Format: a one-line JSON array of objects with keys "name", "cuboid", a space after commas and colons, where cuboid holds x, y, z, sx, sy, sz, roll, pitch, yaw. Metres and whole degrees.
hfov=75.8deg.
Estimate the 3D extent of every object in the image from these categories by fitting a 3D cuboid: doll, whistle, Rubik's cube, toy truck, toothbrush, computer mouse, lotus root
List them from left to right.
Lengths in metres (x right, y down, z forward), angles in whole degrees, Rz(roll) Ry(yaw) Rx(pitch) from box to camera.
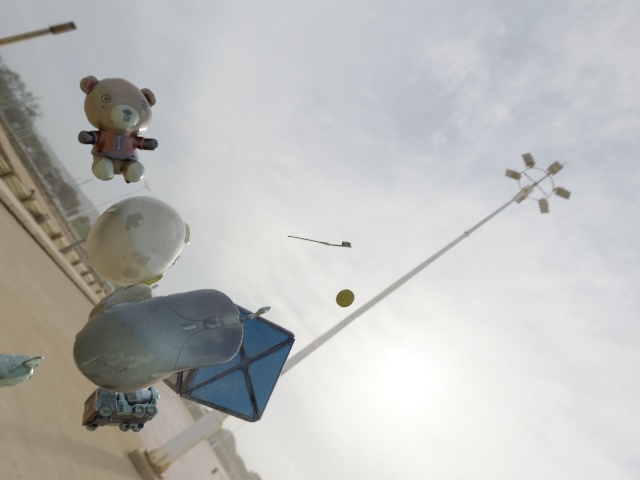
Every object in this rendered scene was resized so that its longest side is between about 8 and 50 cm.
[{"name": "whistle", "cuboid": [-0.715, 0.283, 0.851, 0.114, 0.236, 0.077, -35, -107, 25]}, {"name": "lotus root", "cuboid": [-0.453, 0.170, 0.918, 0.088, 0.192, 0.113, 24, -58, 13]}, {"name": "doll", "cuboid": [-0.652, -0.352, 1.329, 0.174, 0.235, 0.329, 15, -80, 54]}, {"name": "toy truck", "cuboid": [-0.681, 0.572, 1.428, 0.257, 0.108, 0.140, 27, 24, -44]}, {"name": "computer mouse", "cuboid": [-0.252, 0.168, 0.784, 0.090, 0.379, 0.167, -33, -108, 52]}, {"name": "Rubik's cube", "cuboid": [-0.265, 0.309, 1.117, 0.260, 0.259, 0.255, 33, -21, -31]}, {"name": "toothbrush", "cuboid": [-0.001, 0.006, 1.765, 0.026, 0.295, 0.028, 172, -77, -72]}]

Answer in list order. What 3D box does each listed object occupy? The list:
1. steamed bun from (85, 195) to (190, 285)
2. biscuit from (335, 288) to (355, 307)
[{"name": "steamed bun", "cuboid": [-0.700, 0.001, 1.586, 0.334, 0.373, 0.333, 19, -35, 13]}, {"name": "biscuit", "cuboid": [0.103, 0.242, 1.721, 0.084, 0.084, 0.023, 29, -14, 46]}]
